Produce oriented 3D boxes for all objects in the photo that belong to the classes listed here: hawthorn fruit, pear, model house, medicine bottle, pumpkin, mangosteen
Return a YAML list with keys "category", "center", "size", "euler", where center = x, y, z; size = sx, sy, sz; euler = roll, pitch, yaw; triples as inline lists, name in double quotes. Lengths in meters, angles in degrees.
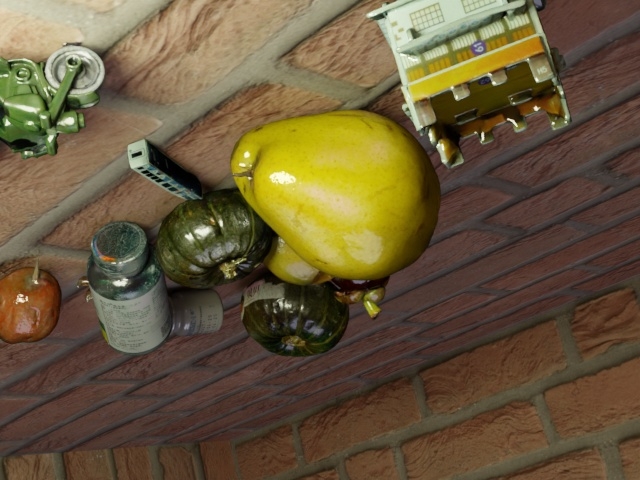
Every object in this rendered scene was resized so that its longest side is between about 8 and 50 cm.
- category: "hawthorn fruit"
  center: [-0.553, 0.120, 1.885]
  size: [0.149, 0.149, 0.189]
  euler: [2, 159, -40]
- category: "pear"
  center: [0.024, -0.073, 1.582]
  size: [0.337, 0.284, 0.285]
  euler: [3, 160, -2]
- category: "model house"
  center: [0.203, -0.241, 1.293]
  size: [0.224, 0.215, 0.198]
  euler: [-20, 164, 15]
- category: "medicine bottle"
  center: [-0.362, 0.089, 1.881]
  size: [0.141, 0.141, 0.293]
  euler: [-11, 144, -11]
- category: "pumpkin"
  center: [-0.190, 0.002, 1.794]
  size: [0.224, 0.157, 0.223]
  euler: [-22, 158, -9]
- category: "medicine bottle"
  center: [-0.312, 0.165, 2.249]
  size: [0.168, 0.105, 0.105]
  euler: [-3, 158, -31]
- category: "mangosteen"
  center: [0.085, 0.073, 2.168]
  size: [0.156, 0.181, 0.146]
  euler: [-17, -153, -19]
- category: "pumpkin"
  center: [-0.055, 0.158, 2.319]
  size: [0.260, 0.189, 0.260]
  euler: [8, 154, 4]

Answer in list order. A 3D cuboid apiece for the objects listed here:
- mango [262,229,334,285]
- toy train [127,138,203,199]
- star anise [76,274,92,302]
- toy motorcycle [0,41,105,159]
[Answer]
- category: "mango"
  center: [0.000, 0.000, 1.941]
  size: [0.262, 0.167, 0.130]
  euler: [-9, 175, -25]
- category: "toy train"
  center: [-0.246, -0.108, 1.614]
  size: [0.047, 0.043, 0.207]
  euler: [-17, 161, 15]
- category: "star anise"
  center: [-0.420, 0.073, 1.985]
  size: [0.141, 0.042, 0.141]
  euler: [-19, 145, -14]
- category: "toy motorcycle"
  center: [-0.405, -0.150, 1.257]
  size: [0.275, 0.127, 0.205]
  euler: [-7, 157, -11]
